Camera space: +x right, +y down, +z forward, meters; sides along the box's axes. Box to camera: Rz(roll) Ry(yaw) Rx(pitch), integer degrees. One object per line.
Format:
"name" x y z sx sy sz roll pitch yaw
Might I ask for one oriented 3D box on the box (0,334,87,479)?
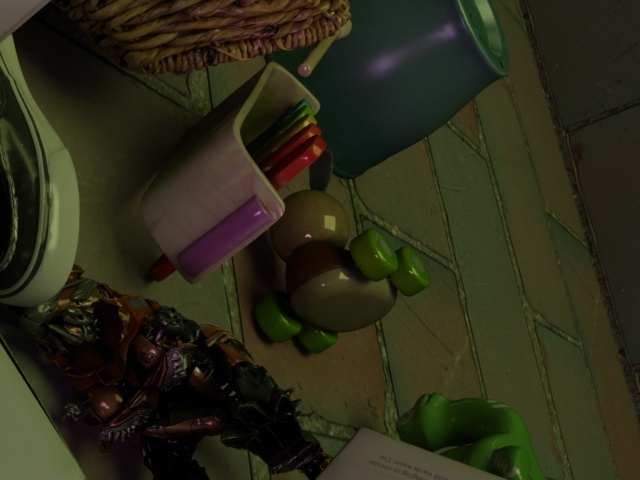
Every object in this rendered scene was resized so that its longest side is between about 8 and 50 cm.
"box" -0.251 0.130 0.338 0.127 0.262 0.231 55 25 7

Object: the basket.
"basket" -0.138 -0.276 0.946 0.223 0.213 0.299 37 24 -44

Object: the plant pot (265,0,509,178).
"plant pot" 0.103 -0.253 1.379 0.271 0.255 0.272 45 34 -42

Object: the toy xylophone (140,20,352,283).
"toy xylophone" -0.058 -0.096 0.973 0.081 0.236 0.323 48 29 -15

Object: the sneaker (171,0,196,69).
"sneaker" -0.143 -0.293 1.108 0.081 0.094 0.208 -14 82 -63

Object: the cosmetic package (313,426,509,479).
"cosmetic package" 0.009 0.306 0.637 0.365 0.197 0.155 -42 131 -36

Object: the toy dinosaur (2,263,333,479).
"toy dinosaur" -0.093 0.119 0.808 0.322 0.164 0.218 12 24 -29

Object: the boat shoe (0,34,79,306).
"boat shoe" -0.257 -0.095 0.712 0.102 0.108 0.301 9 60 -61

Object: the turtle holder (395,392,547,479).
"turtle holder" 0.140 0.307 1.045 0.243 0.227 0.320 10 61 -60

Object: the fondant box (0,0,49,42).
"fondant box" -0.294 -0.277 0.580 0.238 0.096 0.330 31 30 -54

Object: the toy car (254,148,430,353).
"toy car" 0.000 0.000 1.119 0.149 0.155 0.188 25 36 -56
